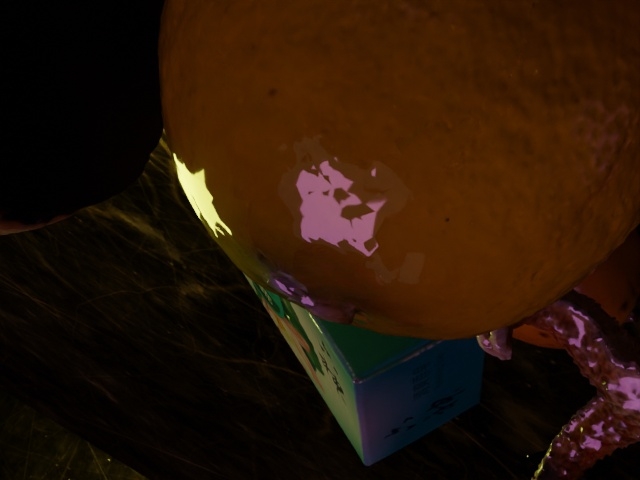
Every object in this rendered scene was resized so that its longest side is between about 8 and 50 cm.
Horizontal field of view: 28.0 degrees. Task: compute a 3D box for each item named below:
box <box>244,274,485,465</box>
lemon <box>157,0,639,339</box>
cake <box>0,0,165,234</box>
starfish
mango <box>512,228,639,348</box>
[{"bbox_3d":[0.000,0.000,0.799,0.245,0.092,0.153,56,168,26],"label":"box"},{"bbox_3d":[0.037,-0.062,0.577,0.240,0.219,0.240,25,156,12],"label":"lemon"},{"bbox_3d":[-0.192,-0.087,0.590,0.178,0.207,0.185,-7,95,38],"label":"cake"},{"bbox_3d":[0.218,0.089,0.682,0.312,0.113,0.303,12,161,-28],"label":"starfish"},{"bbox_3d":[0.120,0.007,0.781,0.178,0.090,0.115,14,141,49],"label":"mango"}]
